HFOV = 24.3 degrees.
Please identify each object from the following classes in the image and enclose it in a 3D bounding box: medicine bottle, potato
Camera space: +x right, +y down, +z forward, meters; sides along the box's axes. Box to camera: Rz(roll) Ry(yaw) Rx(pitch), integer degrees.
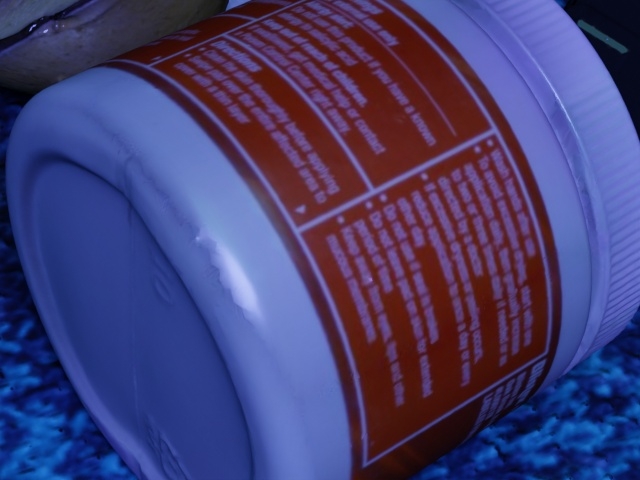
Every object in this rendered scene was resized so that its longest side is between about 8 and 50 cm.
[{"bbox_3d":[0.000,0.000,0.761,0.241,0.252,0.252,-27,70,-27],"label":"medicine bottle"},{"bbox_3d":[-0.121,-0.147,0.899,0.182,0.117,0.202,1,52,39],"label":"potato"}]

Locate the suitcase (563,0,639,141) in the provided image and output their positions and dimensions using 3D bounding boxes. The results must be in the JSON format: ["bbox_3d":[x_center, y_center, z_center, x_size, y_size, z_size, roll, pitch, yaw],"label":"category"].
[{"bbox_3d":[0.262,-0.046,0.974,0.285,0.066,0.206,32,57,4],"label":"suitcase"}]
